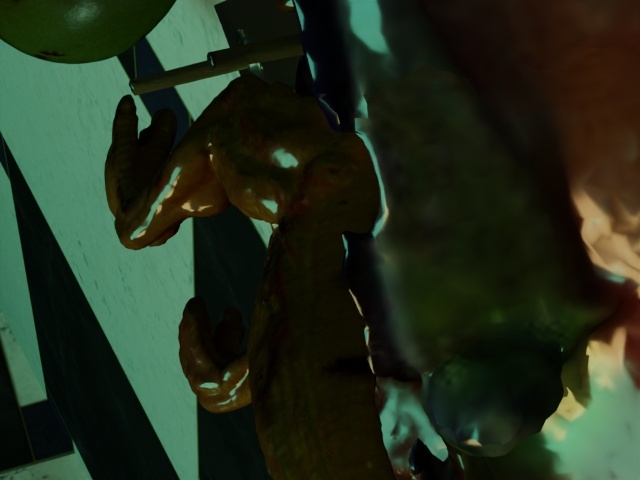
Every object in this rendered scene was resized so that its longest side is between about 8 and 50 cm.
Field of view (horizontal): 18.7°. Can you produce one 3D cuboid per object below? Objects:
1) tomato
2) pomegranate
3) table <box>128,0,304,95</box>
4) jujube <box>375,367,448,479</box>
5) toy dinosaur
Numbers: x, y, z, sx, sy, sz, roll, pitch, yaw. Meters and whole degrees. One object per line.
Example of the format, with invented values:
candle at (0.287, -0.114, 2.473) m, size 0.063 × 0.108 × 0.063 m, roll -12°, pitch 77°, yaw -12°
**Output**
tomato at (0.124, -0.013, 0.516) m, size 0.289 × 0.176 × 0.334 m, roll -60°, pitch -39°, yaw -66°
pomegranate at (-0.192, -0.186, 1.224) m, size 0.181 × 0.224 × 0.181 m, roll 50°, pitch 160°, yaw 25°
table at (-0.018, -0.074, 1.009) m, size 0.121 × 0.111 × 0.240 m, roll 68°, pitch 164°, yaw -7°
jujube at (0.075, 0.058, 0.791) m, size 0.243 × 0.183 × 0.183 m, roll -124°, pitch 18°, yaw -59°
toy dinosaur at (0.000, 0.000, 0.675) m, size 0.208 × 0.097 × 0.432 m, roll -28°, pitch 41°, yaw 43°
